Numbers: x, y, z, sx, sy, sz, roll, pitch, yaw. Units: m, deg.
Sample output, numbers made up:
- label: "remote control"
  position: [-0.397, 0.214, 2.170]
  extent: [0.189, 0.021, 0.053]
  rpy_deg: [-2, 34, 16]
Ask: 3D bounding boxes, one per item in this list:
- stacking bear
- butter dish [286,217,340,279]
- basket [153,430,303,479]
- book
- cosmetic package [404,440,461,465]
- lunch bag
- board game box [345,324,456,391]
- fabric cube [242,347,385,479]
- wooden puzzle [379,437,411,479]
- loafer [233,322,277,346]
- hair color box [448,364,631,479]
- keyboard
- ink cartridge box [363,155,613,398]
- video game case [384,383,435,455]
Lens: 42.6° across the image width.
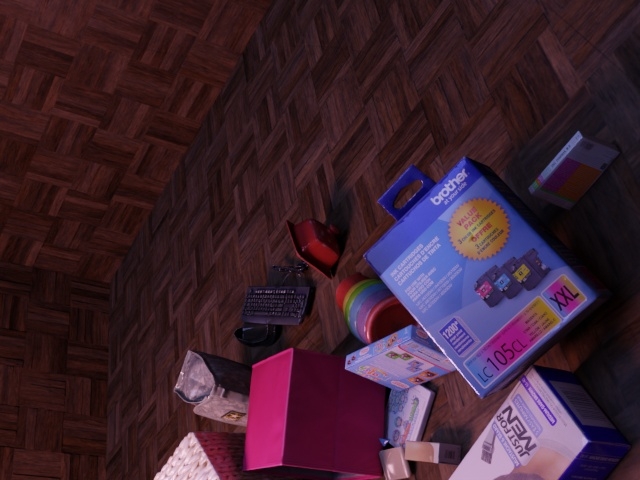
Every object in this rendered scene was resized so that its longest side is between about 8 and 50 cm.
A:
- label: "stacking bear"
  position: [0.126, 0.160, 1.925]
  extent: [0.289, 0.164, 0.175]
  rpy_deg: [34, 107, 66]
- label: "butter dish"
  position: [0.000, 0.000, 2.264]
  extent: [0.118, 0.160, 0.160]
  rpy_deg: [-39, 40, 15]
- label: "basket"
  position: [-0.245, 0.674, 2.040]
  extent: [0.328, 0.331, 0.266]
  rpy_deg: [-52, 55, 16]
- label: "book"
  position: [0.461, -0.127, 1.498]
  extent: [0.144, 0.096, 0.035]
  rpy_deg: [-54, 34, 34]
- label: "cosmetic package"
  position: [0.230, 0.437, 1.689]
  extent: [0.115, 0.060, 0.041]
  rpy_deg: [-20, 60, 59]
- label: "lunch bag"
  position: [-0.266, 0.445, 2.409]
  extent: [0.287, 0.235, 0.168]
  rpy_deg: [10, 80, 63]
- label: "board game box"
  position: [0.180, 0.254, 1.739]
  extent: [0.211, 0.160, 0.039]
  rpy_deg: [-34, 39, 43]
- label: "fabric cube"
  position: [-0.014, 0.417, 1.921]
  extent: [0.254, 0.259, 0.258]
  rpy_deg: [143, 136, -58]
- label: "wooden puzzle"
  position: [0.165, 0.489, 1.796]
  extent: [0.079, 0.014, 0.116]
  rpy_deg: [-18, 80, 45]
- label: "loafer"
  position: [-0.203, 0.287, 2.539]
  extent: [0.220, 0.078, 0.080]
  rpy_deg: [-31, 50, 53]
- label: "hair color box"
  position: [0.356, 0.404, 1.424]
  extent: [0.338, 0.110, 0.185]
  rpy_deg: [-64, 31, 24]
- label: "keyboard"
  position: [-0.127, 0.153, 2.457]
  extent: [0.317, 0.033, 0.201]
  rpy_deg: [-4, 63, 50]
- label: "ink cartridge box"
  position: [0.271, 0.040, 1.463]
  extent: [0.270, 0.151, 0.395]
  rpy_deg: [-46, 67, 17]
- label: "video game case"
  position: [0.190, 0.387, 1.830]
  extent: [0.143, 0.019, 0.157]
  rpy_deg: [24, 99, 62]
